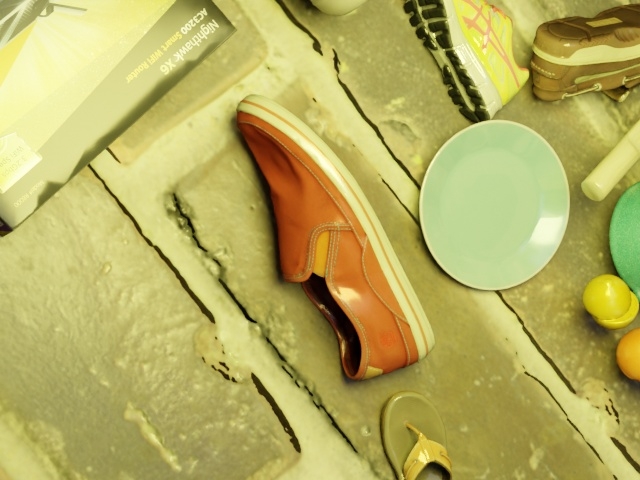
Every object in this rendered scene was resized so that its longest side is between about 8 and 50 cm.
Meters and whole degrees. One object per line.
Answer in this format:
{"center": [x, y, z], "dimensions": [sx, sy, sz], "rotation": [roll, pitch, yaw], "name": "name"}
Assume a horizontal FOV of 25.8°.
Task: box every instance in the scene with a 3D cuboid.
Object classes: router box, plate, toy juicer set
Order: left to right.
{"center": [-0.275, -0.195, 1.366], "dimensions": [0.309, 0.081, 0.243], "rotation": [-45, 101, -17], "name": "router box"}
{"center": [0.190, -0.039, 1.543], "dimensions": [0.188, 0.024, 0.188], "rotation": [-2, 96, -23], "name": "plate"}
{"center": [0.354, 0.008, 1.566], "dimensions": [0.209, 0.089, 0.329], "rotation": [-23, 101, -31], "name": "toy juicer set"}

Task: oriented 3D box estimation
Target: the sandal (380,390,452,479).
{"center": [0.111, 0.249, 1.488], "dimensions": [0.072, 0.049, 0.180], "rotation": [-6, 88, -20], "name": "sandal"}

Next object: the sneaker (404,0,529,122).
{"center": [0.162, -0.239, 1.534], "dimensions": [0.094, 0.081, 0.208], "rotation": [-32, 108, -19], "name": "sneaker"}

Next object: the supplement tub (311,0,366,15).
{"center": [-0.010, -0.417, 1.394], "dimensions": [0.331, 0.241, 0.241], "rotation": [47, 73, -10], "name": "supplement tub"}

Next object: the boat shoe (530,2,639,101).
{"center": [0.342, -0.210, 1.601], "dimensions": [0.257, 0.095, 0.095], "rotation": [-10, 124, -27], "name": "boat shoe"}

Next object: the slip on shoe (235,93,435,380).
{"center": [0.000, 0.000, 1.437], "dimensions": [0.101, 0.123, 0.331], "rotation": [-32, 102, -15], "name": "slip on shoe"}
